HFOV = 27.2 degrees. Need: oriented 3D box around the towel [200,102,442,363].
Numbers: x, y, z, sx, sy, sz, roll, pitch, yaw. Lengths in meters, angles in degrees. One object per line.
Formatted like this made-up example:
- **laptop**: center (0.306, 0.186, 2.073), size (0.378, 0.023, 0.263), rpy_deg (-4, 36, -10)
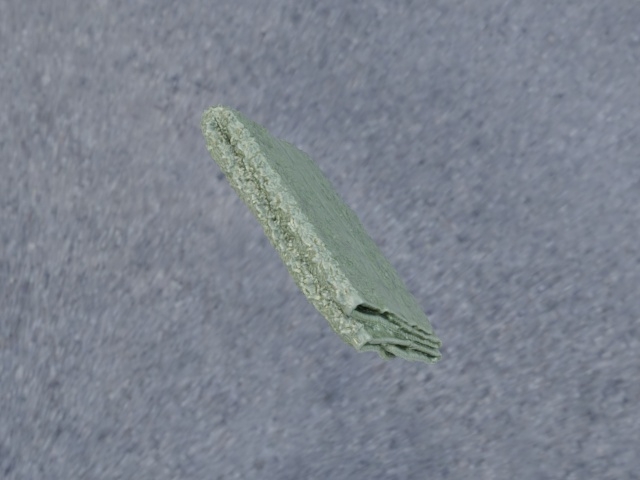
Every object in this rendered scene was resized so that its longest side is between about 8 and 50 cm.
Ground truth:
- **towel**: center (0.000, 0.000, 0.648), size (0.027, 0.110, 0.148), rpy_deg (-40, 64, 11)
